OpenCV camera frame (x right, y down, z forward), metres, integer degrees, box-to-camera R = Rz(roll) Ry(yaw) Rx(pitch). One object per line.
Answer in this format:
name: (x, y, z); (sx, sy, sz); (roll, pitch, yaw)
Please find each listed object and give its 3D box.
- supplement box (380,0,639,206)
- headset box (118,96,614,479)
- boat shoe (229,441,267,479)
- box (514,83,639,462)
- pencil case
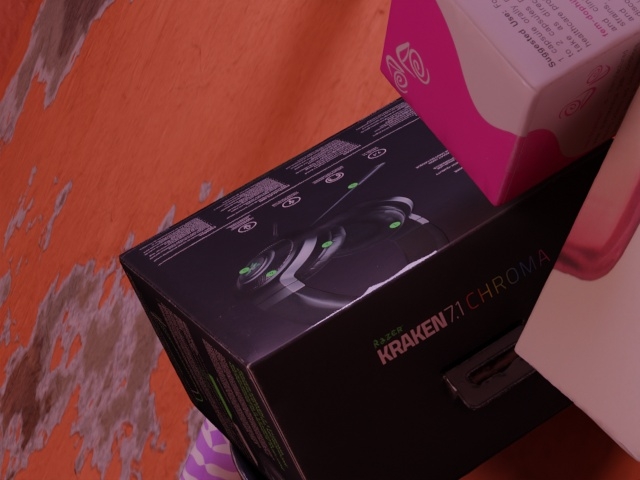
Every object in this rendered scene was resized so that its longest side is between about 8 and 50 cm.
supplement box: (0.153, -0.132, 0.725); (0.114, 0.220, 0.111); (51, 159, 20)
headset box: (0.042, 0.032, 0.845); (0.246, 0.131, 0.283); (-31, 21, -15)
boat shoe: (-0.006, 0.205, 1.006); (0.080, 0.076, 0.228); (-60, 36, 21)
box: (0.219, -0.007, 0.638); (0.232, 0.148, 0.127); (-66, 26, 11)
pencil case: (-0.054, 0.160, 1.146); (0.088, 0.086, 0.206); (28, 104, 25)
